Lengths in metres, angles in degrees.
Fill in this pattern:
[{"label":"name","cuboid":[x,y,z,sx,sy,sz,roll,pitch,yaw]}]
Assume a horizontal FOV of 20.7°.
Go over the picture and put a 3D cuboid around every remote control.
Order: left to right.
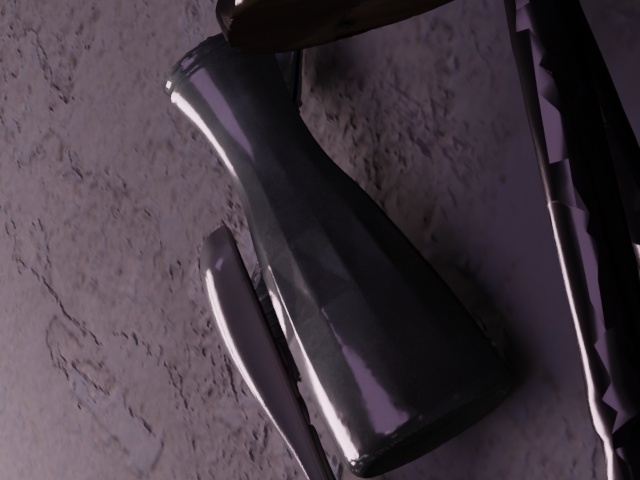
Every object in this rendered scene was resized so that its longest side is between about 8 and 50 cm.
[{"label":"remote control","cuboid":[-0.021,0.082,0.872,0.050,0.027,0.184,-115,3,-76]}]

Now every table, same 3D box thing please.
[{"label":"table","cuboid":[0.164,-0.022,0.556,0.317,0.317,0.249,-24,91,49]}]

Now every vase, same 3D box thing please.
[{"label":"vase","cuboid":[0.000,0.000,0.823,0.086,0.086,0.214,-47,68,43]}]

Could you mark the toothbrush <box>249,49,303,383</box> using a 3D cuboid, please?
[{"label":"toothbrush","cuboid":[-0.024,-0.123,0.886,0.035,0.042,0.413,2,99,13]}]
